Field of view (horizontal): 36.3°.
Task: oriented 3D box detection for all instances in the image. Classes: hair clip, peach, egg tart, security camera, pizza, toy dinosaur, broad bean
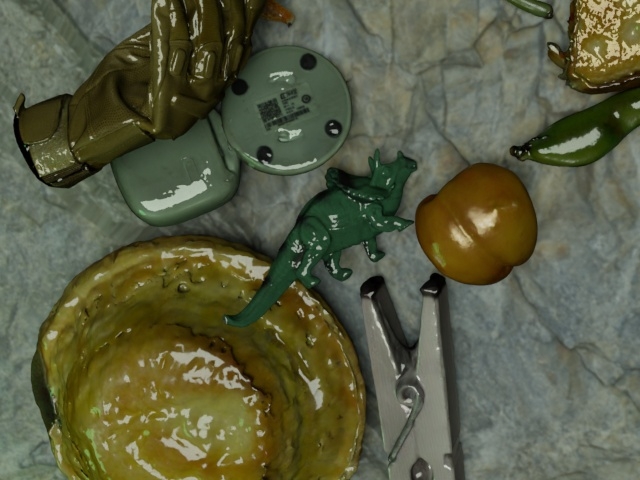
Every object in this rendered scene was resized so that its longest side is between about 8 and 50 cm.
[{"bbox_3d":[0.118,0.204,1.194,0.101,0.085,0.330,-4,102,14],"label":"hair clip"},{"bbox_3d":[0.182,-0.015,1.113,0.138,0.138,0.138,2,102,11],"label":"peach"},{"bbox_3d":[-0.162,0.212,1.204,0.443,0.178,0.443,2,103,9],"label":"egg tart"},{"bbox_3d":[-0.106,-0.124,1.177,0.302,0.080,0.157,-22,81,4],"label":"security camera"},{"bbox_3d":[0.328,-0.284,1.055,0.288,0.074,0.251,39,106,2],"label":"pizza"},{"bbox_3d":[0.015,0.010,1.146,0.120,0.079,0.292,35,78,1],"label":"toy dinosaur"},{"bbox_3d":[0.319,-0.127,1.103,0.214,0.048,0.070,-15,98,11],"label":"broad bean"}]

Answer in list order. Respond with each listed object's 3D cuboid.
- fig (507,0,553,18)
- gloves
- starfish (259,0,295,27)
[{"bbox_3d":[0.175,-0.338,1.068,0.149,0.149,0.245,-28,115,15],"label":"fig"},{"bbox_3d":[-0.183,-0.181,1.080,0.331,0.154,0.141,-35,89,8],"label":"gloves"},{"bbox_3d":[-0.156,-0.301,1.165,0.247,0.050,0.138,-7,101,20],"label":"starfish"}]
